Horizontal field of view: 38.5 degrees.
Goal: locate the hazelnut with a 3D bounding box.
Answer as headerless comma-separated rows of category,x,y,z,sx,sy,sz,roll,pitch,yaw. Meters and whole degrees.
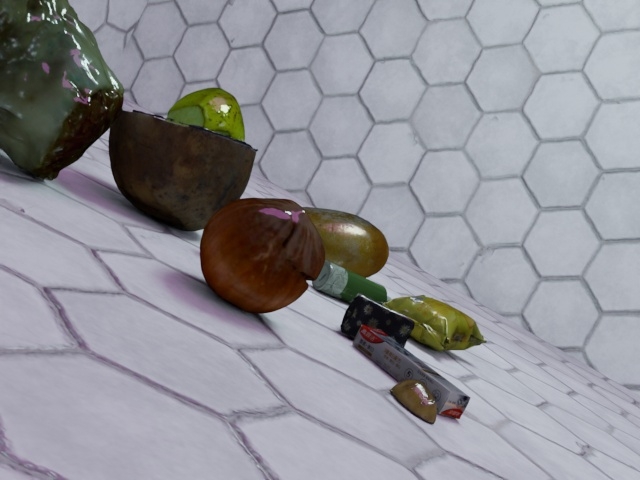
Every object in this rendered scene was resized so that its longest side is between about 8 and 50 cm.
hazelnut,-0.088,0.012,1.316,0.182,0.182,0.182,28,6,-3

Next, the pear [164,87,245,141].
pear,-0.256,-0.217,2.128,0.164,0.255,0.238,29,1,25

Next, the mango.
mango,0.000,0.000,2.031,0.316,0.146,0.193,12,9,-16

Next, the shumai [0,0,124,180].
shumai,-0.474,-0.257,1.412,0.323,0.324,0.397,43,10,-17

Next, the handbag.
handbag,0.092,0.138,1.568,0.115,0.072,0.139,26,2,-4

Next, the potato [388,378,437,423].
potato,0.129,0.212,1.265,0.037,0.036,0.093,28,6,-34

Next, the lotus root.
lotus root,-0.261,-0.124,1.644,0.272,0.192,0.272,18,7,-2

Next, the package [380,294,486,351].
package,0.232,0.167,1.858,0.168,0.090,0.226,29,8,28

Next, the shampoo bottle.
shampoo bottle,0.076,0.103,1.848,0.204,0.065,0.065,25,7,-34

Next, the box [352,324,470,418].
box,0.135,0.197,1.401,0.055,0.039,0.218,21,9,-43
